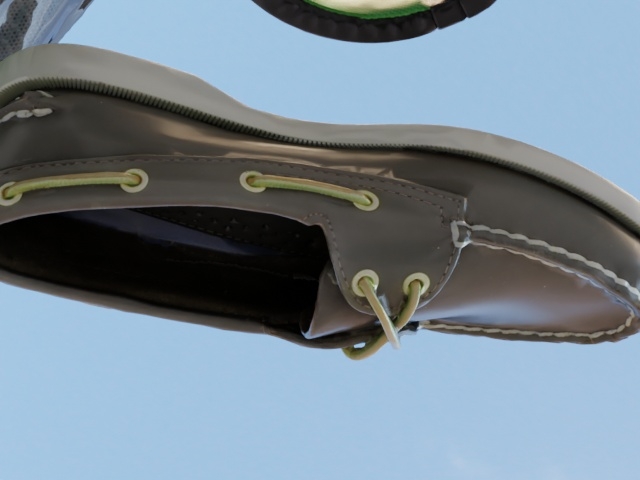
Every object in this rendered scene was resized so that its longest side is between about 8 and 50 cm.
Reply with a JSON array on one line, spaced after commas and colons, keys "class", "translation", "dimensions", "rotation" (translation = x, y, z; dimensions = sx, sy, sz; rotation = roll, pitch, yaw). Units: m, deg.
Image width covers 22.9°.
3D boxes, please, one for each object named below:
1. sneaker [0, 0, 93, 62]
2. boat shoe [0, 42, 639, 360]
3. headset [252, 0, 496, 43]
[{"class": "sneaker", "translation": [-0.184, -0.205, 0.742], "dimensions": [0.185, 0.202, 0.483], "rotation": [36, -68, 16]}, {"class": "boat shoe", "translation": [-0.001, 0.003, 0.668], "dimensions": [0.305, 0.109, 0.091], "rotation": [13, -126, -4]}, {"class": "headset", "translation": [0.102, -0.287, 0.995], "dimensions": [0.394, 0.185, 0.243], "rotation": [-24, -71, 15]}]
